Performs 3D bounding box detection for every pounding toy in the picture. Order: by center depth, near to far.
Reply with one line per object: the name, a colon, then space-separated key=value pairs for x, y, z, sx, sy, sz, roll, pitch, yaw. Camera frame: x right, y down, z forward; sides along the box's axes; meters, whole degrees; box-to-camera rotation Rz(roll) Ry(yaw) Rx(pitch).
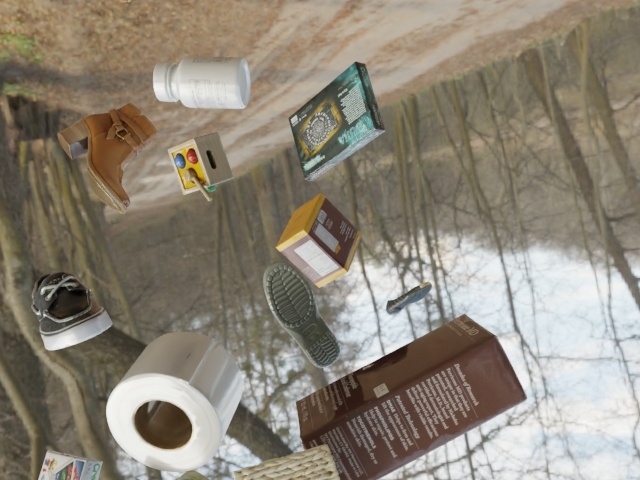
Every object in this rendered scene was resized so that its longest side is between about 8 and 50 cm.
pounding toy: x=-0.271 y=-0.157 z=1.472 sx=0.130 sy=0.141 sz=0.100 roll=-11 pitch=-169 yaw=45

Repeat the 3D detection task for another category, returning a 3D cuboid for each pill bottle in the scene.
pill bottle: x=-0.306 y=-0.410 z=1.696 sx=0.229 sy=0.131 sz=0.131 roll=3 pitch=-175 yaw=7

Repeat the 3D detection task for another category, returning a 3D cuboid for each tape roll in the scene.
tape roll: x=-0.303 y=0.339 z=1.387 sx=0.246 sy=0.246 sz=0.169 roll=-10 pitch=-159 yaw=14

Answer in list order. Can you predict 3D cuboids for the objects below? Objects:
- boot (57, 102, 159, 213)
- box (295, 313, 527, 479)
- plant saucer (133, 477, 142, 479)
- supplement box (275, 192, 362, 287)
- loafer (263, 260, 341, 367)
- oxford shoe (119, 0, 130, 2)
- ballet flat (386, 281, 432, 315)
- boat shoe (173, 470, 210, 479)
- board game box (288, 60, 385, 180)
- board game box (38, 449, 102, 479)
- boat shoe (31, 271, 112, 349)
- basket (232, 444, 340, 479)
boot: x=-0.354 y=-0.156 z=1.174 sx=0.152 sy=0.197 sz=0.073 roll=-33 pitch=171 yaw=-27
box: x=0.151 y=0.292 z=1.185 sx=0.381 sy=0.143 sz=0.191 roll=-26 pitch=-173 yaw=-2
plant saucer: x=-0.305 y=0.545 z=1.360 sx=0.192 sy=0.018 sz=0.067 roll=24 pitch=142 yaw=-5
supplement box: x=0.000 y=0.000 z=2.009 sx=0.129 sy=0.194 sz=0.191 roll=-31 pitch=-157 yaw=37
loafer: x=-0.049 y=0.149 z=1.331 sx=0.094 sy=0.251 sz=0.087 roll=-31 pitch=-159 yaw=-13
oxford shoe: x=-0.526 y=-0.626 z=1.519 sx=0.076 sy=0.212 sz=0.076 roll=-48 pitch=-132 yaw=-4
ballet flat: x=0.249 y=0.159 z=1.878 sx=0.057 sy=0.049 sz=0.173 roll=20 pitch=136 yaw=-38
boat shoe: x=-0.215 y=0.584 z=1.366 sx=0.285 sy=0.104 sz=0.089 roll=16 pitch=-170 yaw=32
board game box: x=0.022 y=-0.196 z=1.101 sx=0.026 sy=0.126 sz=0.186 roll=0 pitch=159 yaw=-42
board game box: x=-0.674 y=0.706 z=1.669 sx=0.193 sy=0.305 sz=0.053 roll=-5 pitch=155 yaw=37
boat shoe: x=-0.438 y=0.106 z=1.118 sx=0.108 sy=0.102 sz=0.301 roll=-23 pitch=-165 yaw=-23
basket: x=-0.050 y=0.389 z=1.003 sx=0.167 sy=0.103 sz=0.113 roll=-14 pitch=154 yaw=-11
